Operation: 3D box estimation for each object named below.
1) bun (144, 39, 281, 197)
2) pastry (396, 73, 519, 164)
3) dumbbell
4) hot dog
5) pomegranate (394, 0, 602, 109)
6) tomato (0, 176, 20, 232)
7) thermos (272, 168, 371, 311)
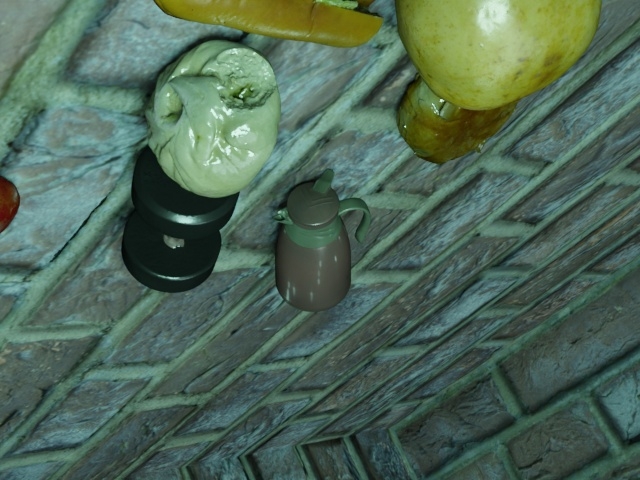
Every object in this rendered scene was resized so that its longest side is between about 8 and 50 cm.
[{"bbox_3d":[-0.140,-0.156,1.161,0.128,0.178,0.193,1,147,-43],"label":"bun"},{"bbox_3d":[0.222,-0.213,1.501,0.218,0.100,0.229,-13,148,-36],"label":"pastry"},{"bbox_3d":[-0.209,-0.034,1.373,0.152,0.152,0.218,-14,154,-25],"label":"dumbbell"},{"bbox_3d":[-0.056,-0.292,1.019,0.337,0.135,0.100,0,169,-42],"label":"hot dog"},{"bbox_3d":[0.220,-0.298,1.160,0.260,0.260,0.260,-21,156,-10],"label":"pomegranate"},{"bbox_3d":[-0.485,-0.010,1.216,0.173,0.099,0.189,-42,153,28],"label":"tomato"},{"bbox_3d":[0.000,0.000,1.669,0.176,0.146,0.265,-14,148,-11],"label":"thermos"}]
